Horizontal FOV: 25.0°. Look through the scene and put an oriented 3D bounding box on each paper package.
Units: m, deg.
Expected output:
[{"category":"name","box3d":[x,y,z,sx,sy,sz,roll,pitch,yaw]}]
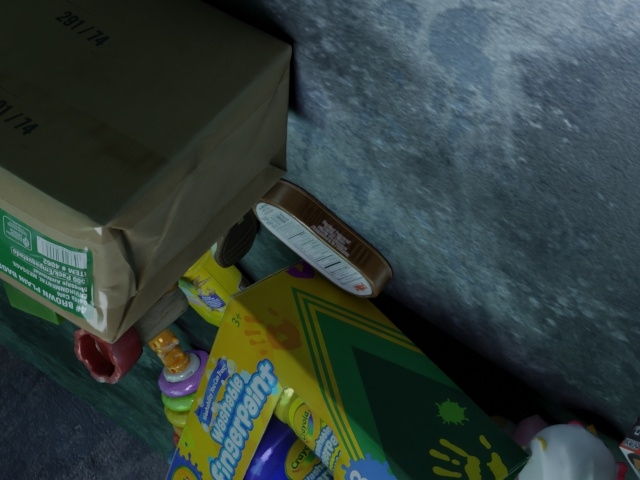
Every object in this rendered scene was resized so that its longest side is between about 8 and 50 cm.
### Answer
[{"category":"paper package","box3d":[-0.234,-0.112,1.374,0.324,0.309,0.168,29,143,19]}]

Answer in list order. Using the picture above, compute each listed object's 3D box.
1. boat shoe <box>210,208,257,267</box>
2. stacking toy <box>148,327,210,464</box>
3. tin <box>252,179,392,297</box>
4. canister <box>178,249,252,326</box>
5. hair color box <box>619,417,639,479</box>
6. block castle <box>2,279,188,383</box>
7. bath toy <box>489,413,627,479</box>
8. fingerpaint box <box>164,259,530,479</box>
[{"category":"boat shoe","box3d":[-0.123,-0.038,1.777,0.072,0.068,0.190,42,154,21]},{"category":"stacking toy","box3d":[-0.227,0.259,2.541,0.175,0.166,0.302,0,131,36]},{"category":"tin","box3d":[0.000,0.000,1.684,0.189,0.040,0.106,39,165,-10]},{"category":"canister","box3d":[-0.163,0.052,2.027,0.126,0.073,0.170,16,154,46]},{"category":"hair color box","box3d":[0.393,0.261,1.608,0.072,0.043,0.141,18,153,45]},{"category":"block castle","box3d":[-0.416,-0.009,1.931,0.453,0.213,0.303,18,130,36]},{"category":"bath toy","box3d":[0.255,0.283,1.777,0.129,0.151,0.348,3,166,-19]},{"category":"fingerpaint box","box3d":[0.004,0.305,1.803,0.371,0.163,0.445,45,137,21]}]
